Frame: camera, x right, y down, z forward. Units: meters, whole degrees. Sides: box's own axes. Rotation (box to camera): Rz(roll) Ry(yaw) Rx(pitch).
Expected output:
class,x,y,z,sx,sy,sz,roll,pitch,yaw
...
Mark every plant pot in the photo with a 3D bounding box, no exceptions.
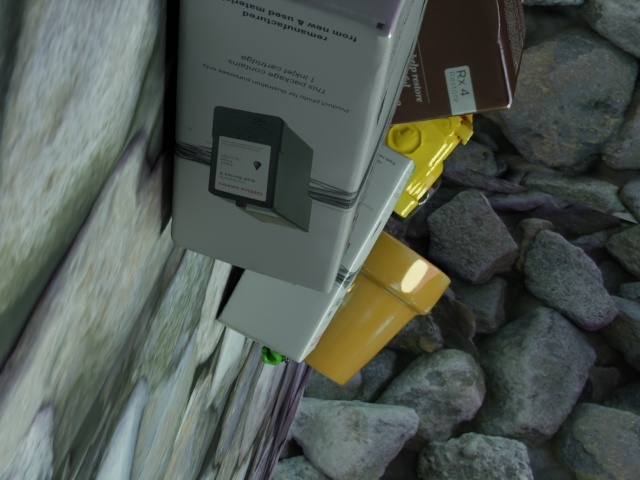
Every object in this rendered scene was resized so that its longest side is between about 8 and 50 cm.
class,x,y,z,sx,sy,sz,roll,pitch,yaw
plant pot,0.028,0.071,1.838,0.188,0.205,0.205,-56,176,-1

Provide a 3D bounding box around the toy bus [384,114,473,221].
class,x,y,z,sx,sy,sz,roll,pitch,yaw
toy bus,0.119,-0.151,1.775,0.211,0.149,0.220,-46,-177,12

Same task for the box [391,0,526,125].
class,x,y,z,sx,sy,sz,roll,pitch,yaw
box,0.125,-0.252,1.485,0.381,0.143,0.191,-63,143,-72

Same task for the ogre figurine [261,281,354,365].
class,x,y,z,sx,sy,sz,roll,pitch,yaw
ogre figurine,-0.020,0.043,1.676,0.197,0.097,0.118,-55,-170,-16

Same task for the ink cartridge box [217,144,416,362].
class,x,y,z,sx,sy,sz,roll,pitch,yaw
ink cartridge box,0.000,0.000,1.408,0.219,0.092,0.160,-61,176,3

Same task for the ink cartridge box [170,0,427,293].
class,x,y,z,sx,sy,sz,roll,pitch,yaw
ink cartridge box,-0.003,-0.126,0.856,0.273,0.115,0.198,102,7,-60
